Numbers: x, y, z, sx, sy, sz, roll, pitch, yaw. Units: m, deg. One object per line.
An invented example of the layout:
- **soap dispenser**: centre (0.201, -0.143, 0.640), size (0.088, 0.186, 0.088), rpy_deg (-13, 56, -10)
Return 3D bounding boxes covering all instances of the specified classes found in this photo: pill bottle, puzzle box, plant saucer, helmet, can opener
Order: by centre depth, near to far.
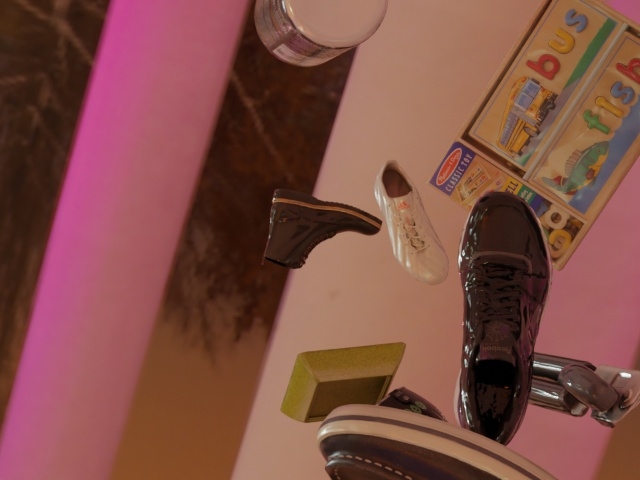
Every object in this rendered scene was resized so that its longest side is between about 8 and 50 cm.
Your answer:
- **pill bottle**: centre (-0.009, -0.286, 1.706), size (0.130, 0.131, 0.245), rpy_deg (15, 177, -13)
- **can opener**: centre (0.308, 0.172, 1.709), size (0.093, 0.074, 0.280), rpy_deg (41, 167, -14)
- **helmet**: centre (0.140, 0.339, 2.249), size (0.161, 0.169, 0.169), rpy_deg (50, -162, 14)
- **puzzle box**: centre (0.391, -0.191, 2.250), size (0.272, 0.409, 0.052), rpy_deg (34, -166, 13)
- **plant saucer**: centre (0.041, 0.247, 2.298), size (0.188, 0.188, 0.045), rpy_deg (-5, -126, -17)

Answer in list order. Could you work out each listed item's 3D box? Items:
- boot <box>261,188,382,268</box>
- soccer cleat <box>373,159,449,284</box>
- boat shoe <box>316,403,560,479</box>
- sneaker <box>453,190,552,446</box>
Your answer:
- **boot**: centre (0.000, 0.000, 2.420), size (0.197, 0.137, 0.077), rpy_deg (13, 168, 2)
- **soccer cleat**: centre (0.124, -0.025, 1.945), size (0.068, 0.076, 0.196), rpy_deg (-19, -120, -12)
- **boat shoe**: centre (0.192, 0.318, 1.215), size (0.500, 0.156, 0.187), rpy_deg (35, 156, 12)
- **sneaker**: centre (0.202, 0.089, 1.501), size (0.107, 0.283, 0.124), rpy_deg (2, -177, 5)
